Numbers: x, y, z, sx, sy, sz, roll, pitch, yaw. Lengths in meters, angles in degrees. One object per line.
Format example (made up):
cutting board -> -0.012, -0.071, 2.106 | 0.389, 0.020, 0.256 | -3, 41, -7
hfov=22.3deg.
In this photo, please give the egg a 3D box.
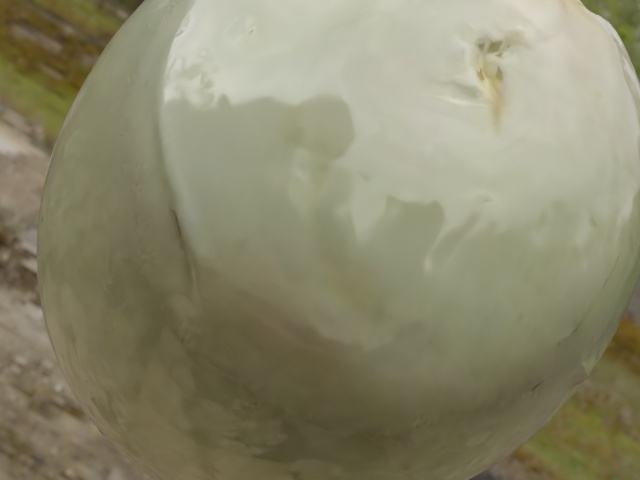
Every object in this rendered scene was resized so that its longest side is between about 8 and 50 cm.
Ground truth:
egg -> 0.000, 0.000, 0.804 | 0.283, 0.345, 0.283 | 12, 58, -21
